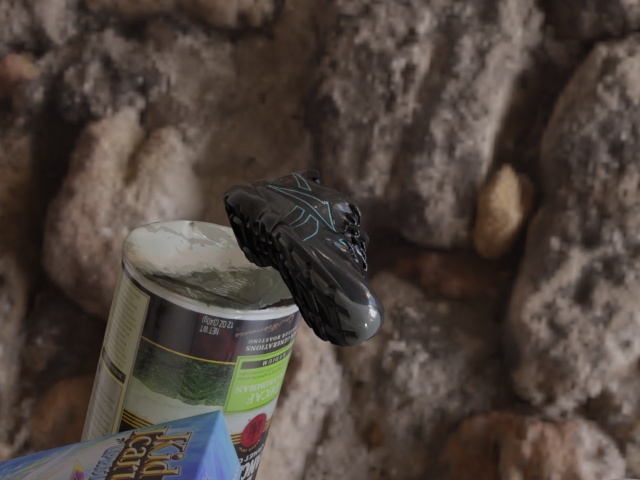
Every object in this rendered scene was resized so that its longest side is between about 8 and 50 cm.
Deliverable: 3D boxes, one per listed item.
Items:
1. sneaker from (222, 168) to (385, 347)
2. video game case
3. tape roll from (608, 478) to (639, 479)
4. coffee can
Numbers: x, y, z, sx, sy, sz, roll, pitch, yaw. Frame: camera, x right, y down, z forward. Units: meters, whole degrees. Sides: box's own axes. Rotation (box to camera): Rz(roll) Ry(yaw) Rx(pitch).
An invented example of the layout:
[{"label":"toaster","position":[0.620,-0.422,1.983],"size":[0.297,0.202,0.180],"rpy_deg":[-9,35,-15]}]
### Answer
[{"label":"sneaker","position":[0.000,0.000,1.183],"size":[0.267,0.106,0.101],"rpy_deg":[46,-25,51]},{"label":"video game case","position":[-0.196,0.223,0.906],"size":[0.269,0.244,0.061],"rpy_deg":[-76,152,-72]},{"label":"tape roll","position":[0.327,0.355,1.179],"size":[0.246,0.246,0.169],"rpy_deg":[-46,158,-71]},{"label":"coffee can","position":[-0.140,0.144,1.375],"size":[0.201,0.202,0.275],"rpy_deg":[-54,161,-66]}]
